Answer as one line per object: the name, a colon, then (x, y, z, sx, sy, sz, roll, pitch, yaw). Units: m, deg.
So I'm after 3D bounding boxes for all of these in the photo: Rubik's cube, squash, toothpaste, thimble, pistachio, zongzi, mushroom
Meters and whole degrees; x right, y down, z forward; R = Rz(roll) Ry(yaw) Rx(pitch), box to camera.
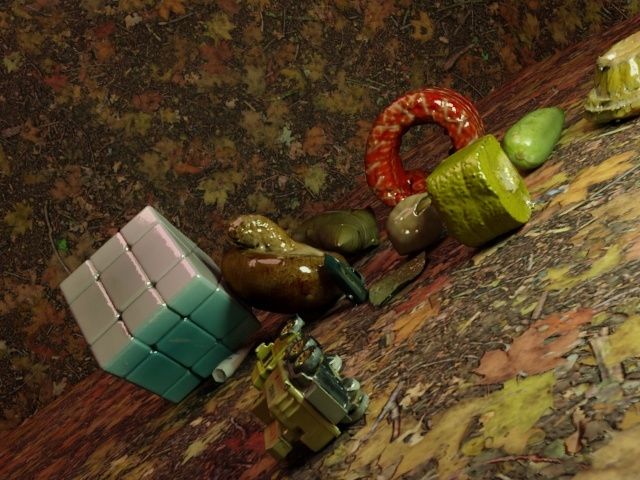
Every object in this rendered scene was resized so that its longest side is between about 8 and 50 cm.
Rubik's cube: (-0.404, 0.168, 1.604, 0.316, 0.322, 0.319, -42, 52, -4)
squash: (0.558, -0.279, 1.621, 0.118, 0.118, 0.370, -28, 9, 41)
toothpaste: (-0.214, 0.300, 1.591, 0.067, 0.043, 0.194, -40, 0, 20)
thimble: (0.300, -0.252, 1.765, 0.350, 0.350, 0.230, -31, 11, 25)
pistachio: (0.235, -0.045, 1.517, 0.223, 0.126, 0.152, -42, -25, -48)
zongzi: (0.000, 0.000, 1.795, 0.273, 0.145, 0.300, -11, 7, 28)
mushroom: (-0.088, 0.081, 1.587, 0.239, 0.345, 0.345, -64, -4, 22)

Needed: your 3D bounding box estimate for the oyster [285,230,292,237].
oyster: (-0.024, 0.022, 2.065, 0.094, 0.166, 0.294, -52, 16, -24)

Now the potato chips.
potato chips: (0.165, 0.086, 1.372, 0.142, 0.026, 0.209, -27, 12, 28)

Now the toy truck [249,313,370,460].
toy truck: (-0.037, 0.231, 0.975, 0.157, 0.124, 0.272, -45, 11, -3)

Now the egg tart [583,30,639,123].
egg tart: (0.763, -0.406, 1.459, 0.352, 0.150, 0.352, -35, 11, 8)

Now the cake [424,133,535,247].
cake: (0.324, -0.099, 1.268, 0.156, 0.179, 0.260, -28, 7, 33)

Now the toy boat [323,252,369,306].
toy boat: (0.054, 0.082, 1.420, 0.060, 0.141, 0.055, -47, 12, -25)

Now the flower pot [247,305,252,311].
flower pot: (-0.362, 0.225, 1.918, 0.267, 0.267, 0.266, -13, 20, 43)
